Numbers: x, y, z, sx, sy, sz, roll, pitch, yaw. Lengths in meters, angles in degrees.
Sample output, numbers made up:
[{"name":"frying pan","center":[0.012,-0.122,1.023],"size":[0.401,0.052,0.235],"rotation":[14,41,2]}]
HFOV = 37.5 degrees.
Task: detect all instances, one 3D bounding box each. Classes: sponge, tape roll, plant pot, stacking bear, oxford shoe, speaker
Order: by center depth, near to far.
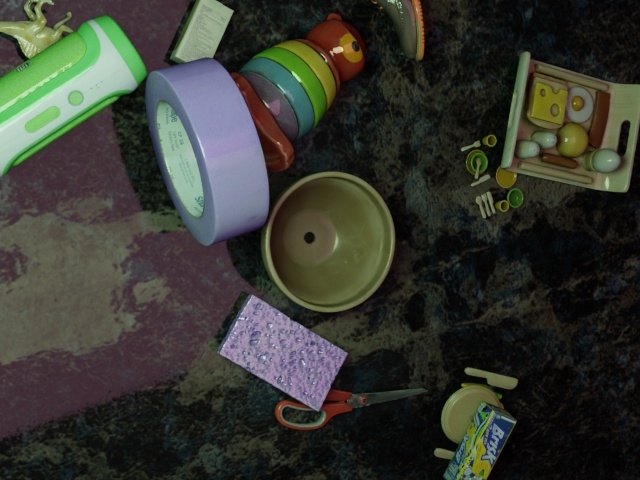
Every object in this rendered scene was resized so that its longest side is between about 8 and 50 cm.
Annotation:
[{"name":"speaker","center":[-0.409,-0.210,1.397],"size":[0.296,0.131,0.131],"rotation":[-36,107,-9]},{"name":"tape roll","center":[-0.176,-0.134,1.438],"size":[0.090,0.275,0.275],"rotation":[-19,101,-22]},{"name":"stacking bear","center":[-0.036,-0.262,1.557],"size":[0.289,0.164,0.175],"rotation":[-43,107,-26]},{"name":"plant pot","center":[0.000,0.000,1.616],"size":[0.237,0.110,0.237],"rotation":[-2,94,-23]},{"name":"sponge","center":[-0.064,0.196,1.634],"size":[0.210,0.031,0.117],"rotation":[33,77,-16]},{"name":"oxford shoe","center":[0.112,-0.439,1.654],"size":[0.098,0.097,0.271],"rotation":[-19,98,-1]}]

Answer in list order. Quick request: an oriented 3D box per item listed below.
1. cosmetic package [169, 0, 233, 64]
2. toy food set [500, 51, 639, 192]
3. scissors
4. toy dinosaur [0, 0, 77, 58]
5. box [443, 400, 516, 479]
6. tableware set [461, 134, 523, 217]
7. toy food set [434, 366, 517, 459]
[{"name":"cosmetic package","center":[-0.194,-0.336,1.542],"size":[0.060,0.041,0.115],"rotation":[27,83,-22]},{"name":"toy food set","center":[0.488,-0.222,1.812],"size":[0.306,0.092,0.220],"rotation":[9,90,-29]},{"name":"scissors","center":[0.058,0.301,1.717],"size":[0.297,0.021,0.109],"rotation":[12,87,-25]},{"name":"toy dinosaur","center":[-0.434,-0.321,1.433],"size":[0.183,0.053,0.093],"rotation":[18,88,-24]},{"name":"box","center":[0.300,0.393,1.779],"size":[0.059,0.054,0.169],"rotation":[24,96,-19]},{"name":"tableware set","center":[0.333,-0.125,1.799],"size":[0.104,0.024,0.154],"rotation":[-24,103,-20]},{"name":"toy food set","center":[0.290,0.335,1.814],"size":[0.132,0.038,0.192],"rotation":[18,98,-18]}]
